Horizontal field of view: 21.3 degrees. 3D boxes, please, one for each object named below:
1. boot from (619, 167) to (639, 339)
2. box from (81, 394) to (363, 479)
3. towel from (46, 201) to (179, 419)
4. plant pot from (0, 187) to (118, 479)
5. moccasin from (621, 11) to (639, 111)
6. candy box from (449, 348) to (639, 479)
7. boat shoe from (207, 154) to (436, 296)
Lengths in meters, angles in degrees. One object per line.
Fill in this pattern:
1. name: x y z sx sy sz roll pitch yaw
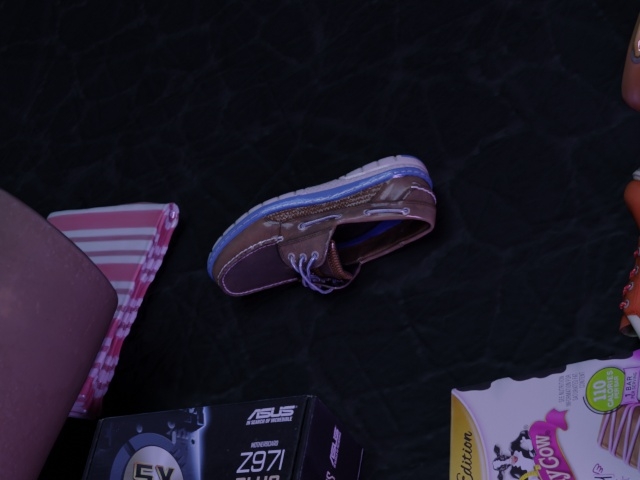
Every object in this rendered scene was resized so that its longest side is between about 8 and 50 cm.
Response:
1. boot: 0.220 0.020 1.106 0.084 0.059 0.158 -34 45 13
2. box: -0.075 0.192 1.146 0.180 0.077 0.147 -9 51 29
3. towel: -0.201 0.055 1.381 0.144 0.029 0.197 -1 55 36
4. plant pot: -0.269 0.086 1.232 0.263 0.263 0.229 24 69 43
5. moccasin: 0.301 -0.256 1.222 0.147 0.139 0.380 5 73 35
6. candy box: 0.193 0.147 1.008 0.233 0.071 0.159 -16 49 24
7. boat shoe: 0.000 0.000 1.260 0.183 0.066 0.066 -27 46 13
